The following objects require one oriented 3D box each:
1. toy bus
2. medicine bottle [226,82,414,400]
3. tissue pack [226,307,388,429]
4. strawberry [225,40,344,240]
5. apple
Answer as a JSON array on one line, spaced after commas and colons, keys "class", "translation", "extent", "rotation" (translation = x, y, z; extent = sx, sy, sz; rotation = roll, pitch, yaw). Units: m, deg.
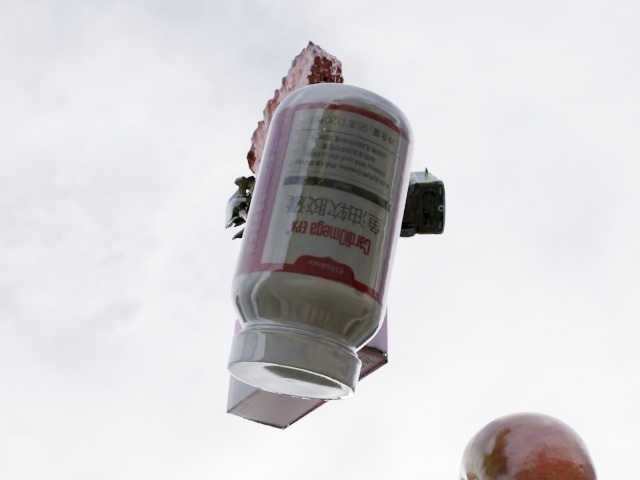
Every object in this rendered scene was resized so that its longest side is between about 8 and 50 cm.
[{"class": "toy bus", "translation": [0.085, -0.053, 1.319], "extent": [0.175, 0.101, 0.088], "rotation": [-2, -74, -2]}, {"class": "medicine bottle", "translation": [0.000, 0.000, 0.784], "extent": [0.131, 0.250, 0.131], "rotation": [10, -22, 4]}, {"class": "tissue pack", "translation": [-0.018, 0.120, 1.159], "extent": [0.093, 0.148, 0.246], "rotation": [20, -39, -24]}, {"class": "strawberry", "translation": [-0.029, -0.116, 1.243], "extent": [0.106, 0.188, 0.286], "rotation": [17, -63, -24]}, {"class": "apple", "translation": [0.272, 0.330, 1.213], "extent": [0.164, 0.209, 0.209], "rotation": [-2, -61, -13]}]
